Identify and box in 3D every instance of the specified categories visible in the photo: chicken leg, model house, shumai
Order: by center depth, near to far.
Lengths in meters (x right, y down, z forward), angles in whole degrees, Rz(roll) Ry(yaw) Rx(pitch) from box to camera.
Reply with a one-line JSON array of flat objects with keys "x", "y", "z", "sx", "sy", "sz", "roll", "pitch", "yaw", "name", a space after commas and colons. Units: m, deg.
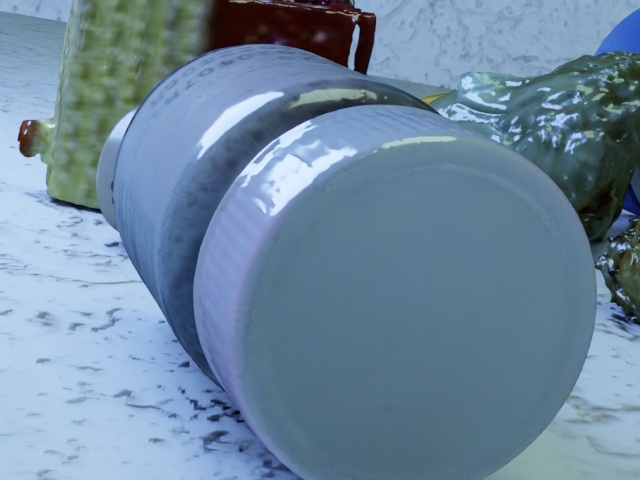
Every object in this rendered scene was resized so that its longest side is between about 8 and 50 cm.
[{"x": 0.279, "y": 0.041, "z": 0.881, "sx": 0.103, "sy": 0.088, "sz": 0.227, "roll": 14, "pitch": 14, "yaw": -34, "name": "chicken leg"}, {"x": -0.101, "y": -0.116, "z": 0.996, "sx": 0.253, "sy": 0.196, "sz": 0.160, "roll": 6, "pitch": 14, "yaw": -18, "name": "model house"}, {"x": 0.204, "y": -0.100, "z": 1.206, "sx": 0.218, "sy": 0.189, "sz": 0.256, "roll": 15, "pitch": 7, "yaw": 15, "name": "shumai"}]

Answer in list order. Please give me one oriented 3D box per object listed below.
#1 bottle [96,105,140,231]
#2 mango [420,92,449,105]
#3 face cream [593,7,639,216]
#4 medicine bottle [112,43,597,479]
[{"x": -0.046, "y": -0.020, "z": 0.839, "sx": 0.209, "sy": 0.097, "sz": 0.110, "roll": 18, "pitch": 52, "yaw": 31, "name": "bottle"}, {"x": 0.195, "y": -0.136, "z": 1.550, "sx": 0.219, "sy": 0.112, "sz": 0.144, "roll": 13, "pitch": 14, "yaw": 36, "name": "mango"}, {"x": 0.433, "y": -0.120, "z": 1.348, "sx": 0.249, "sy": 0.249, "sz": 0.225, "roll": 3, "pitch": 17, "yaw": -33, "name": "face cream"}, {"x": 0.000, "y": 0.000, "z": 0.602, "sx": 0.165, "sy": 0.165, "sz": 0.273, "roll": 6, "pitch": 13, "yaw": -20, "name": "medicine bottle"}]
